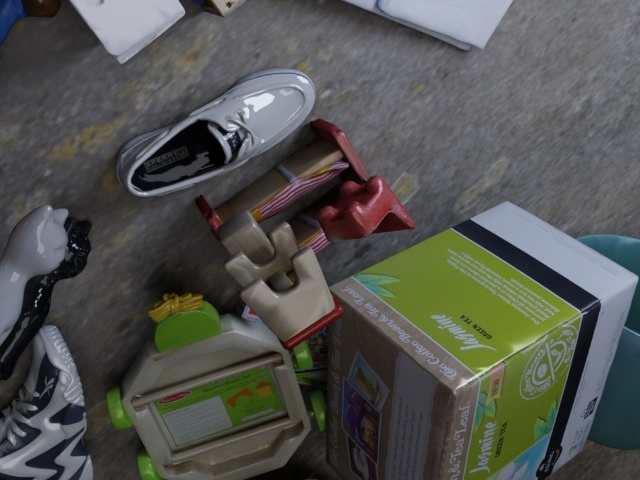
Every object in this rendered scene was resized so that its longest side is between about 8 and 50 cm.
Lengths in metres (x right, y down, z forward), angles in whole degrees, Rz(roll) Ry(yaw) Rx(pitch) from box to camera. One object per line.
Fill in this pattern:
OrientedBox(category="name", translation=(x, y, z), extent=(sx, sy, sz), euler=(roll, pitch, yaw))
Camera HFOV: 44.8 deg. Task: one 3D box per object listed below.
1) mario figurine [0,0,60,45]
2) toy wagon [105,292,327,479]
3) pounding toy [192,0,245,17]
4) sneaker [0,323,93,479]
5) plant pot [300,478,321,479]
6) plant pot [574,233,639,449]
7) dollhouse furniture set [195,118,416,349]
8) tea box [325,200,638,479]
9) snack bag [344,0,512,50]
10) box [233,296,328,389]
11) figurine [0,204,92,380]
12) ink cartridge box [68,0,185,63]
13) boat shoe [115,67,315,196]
OrientedBox(category="mario figurine", translation=(-0.363, -0.135, 0.787), extent=(0.198, 0.170, 0.320), euler=(33, 85, -52))
OrientedBox(category="toy wagon", translation=(-0.139, 0.191, 1.020), extent=(0.267, 0.068, 0.344), euler=(-17, 124, -4))
OrientedBox(category="pounding toy", translation=(-0.135, -0.308, 0.836), extent=(0.100, 0.141, 0.130), euler=(-39, 117, -3))
OrientedBox(category="sneaker", translation=(-0.376, 0.224, 0.966), extent=(0.153, 0.094, 0.235), euler=(-12, 123, -25))
OrientedBox(category="plant pot", translation=(-0.067, 0.505, 1.113), extent=(0.191, 0.284, 0.284), euler=(-23, 121, 28))
OrientedBox(category="plant pot", translation=(0.461, 0.166, 1.163), extent=(0.293, 0.293, 0.235), euler=(0, 124, -21))
OrientedBox(category="dollhouse furniture set", translation=(0.000, 0.000, 0.872), extent=(0.201, 0.374, 0.152), euler=(-34, 112, -4))
OrientedBox(category="tea box", translation=(0.193, 0.177, 1.008), extent=(0.324, 0.220, 0.329), euler=(-24, 133, -28))
OrientedBox(category="snack bag", translation=(0.139, -0.396, 0.882), extent=(0.343, 0.037, 0.323), euler=(10, 126, -33))
OrientedBox(category="box", translation=(-0.030, 0.143, 1.098), extent=(0.207, 0.036, 0.114), euler=(17, 102, -25))
OrientedBox(category="figurine", translation=(-0.335, 0.051, 0.849), extent=(0.092, 0.215, 0.209), euler=(38, 82, -3))
OrientedBox(category="ink cartridge box", translation=(-0.224, -0.272, 0.781), extent=(0.086, 0.203, 0.148), euler=(-38, 118, -4))
OrientedBox(category="boat shoe", translation=(-0.119, -0.128, 0.937), extent=(0.268, 0.088, 0.096), euler=(-23, 115, -11))
